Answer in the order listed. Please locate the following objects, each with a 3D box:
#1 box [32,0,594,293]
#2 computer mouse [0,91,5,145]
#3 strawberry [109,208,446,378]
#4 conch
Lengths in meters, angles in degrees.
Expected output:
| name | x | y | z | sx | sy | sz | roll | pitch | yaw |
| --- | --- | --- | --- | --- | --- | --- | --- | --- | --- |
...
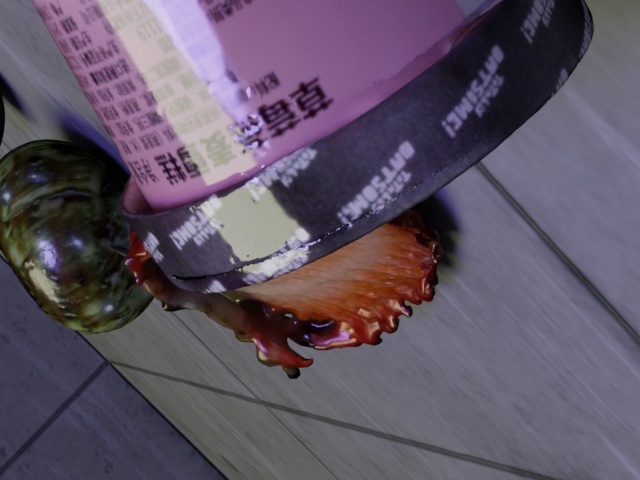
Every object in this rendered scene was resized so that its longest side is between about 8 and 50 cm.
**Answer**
| name | x | y | z | sx | sy | sz | roll | pitch | yaw |
| --- | --- | --- | --- | --- | --- | --- | --- | --- | --- |
| box | -0.018 | -0.082 | 0.441 | 0.135 | 0.151 | 0.151 | 57 | 163 | -15 |
| computer mouse | -0.316 | -0.142 | 1.298 | 0.099 | 0.057 | 0.172 | 31 | 150 | 47 |
| strawberry | 0.000 | -0.005 | 0.787 | 0.167 | 0.087 | 0.208 | 29 | 149 | -31 |
| conch | -0.194 | -0.008 | 1.222 | 0.181 | 0.124 | 0.187 | 33 | -171 | 4 |
